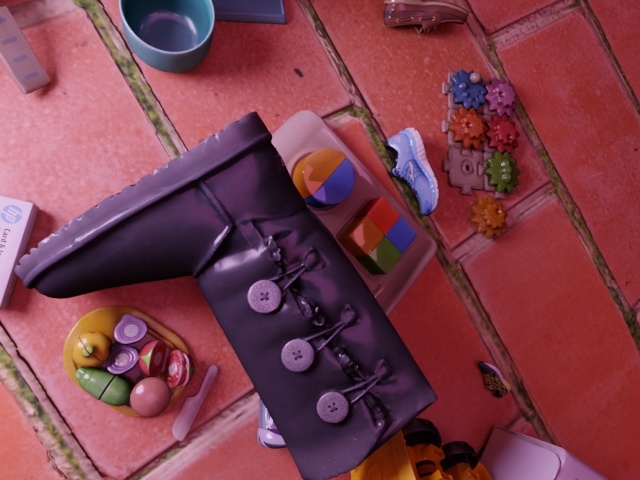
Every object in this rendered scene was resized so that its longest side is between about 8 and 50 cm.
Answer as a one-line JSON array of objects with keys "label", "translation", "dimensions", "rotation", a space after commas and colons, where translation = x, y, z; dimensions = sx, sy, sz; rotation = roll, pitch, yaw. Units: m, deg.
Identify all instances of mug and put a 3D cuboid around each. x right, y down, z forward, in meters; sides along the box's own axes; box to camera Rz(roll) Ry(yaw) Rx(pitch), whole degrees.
[{"label": "mug", "translation": [-0.232, -0.333, 0.679], "dimensions": [0.130, 0.097, 0.157], "rotation": [-21, 93, -18]}]

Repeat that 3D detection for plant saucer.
[{"label": "plant saucer", "translation": [-0.150, -0.403, 0.764], "dimensions": [0.192, 0.018, 0.067], "rotation": [-7, 86, -21]}]

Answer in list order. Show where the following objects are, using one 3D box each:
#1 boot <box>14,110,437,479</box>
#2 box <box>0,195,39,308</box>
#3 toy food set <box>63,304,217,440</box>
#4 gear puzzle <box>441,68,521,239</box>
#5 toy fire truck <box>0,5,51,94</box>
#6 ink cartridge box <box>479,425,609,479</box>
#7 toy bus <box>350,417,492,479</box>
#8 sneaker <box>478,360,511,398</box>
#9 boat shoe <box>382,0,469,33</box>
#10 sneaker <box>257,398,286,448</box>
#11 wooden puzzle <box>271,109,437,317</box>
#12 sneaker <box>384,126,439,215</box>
[{"label": "boot", "translation": [-0.112, 0.120, 0.597], "dimensions": [0.367, 0.146, 0.445], "rotation": [-31, 101, 6]}, {"label": "box", "translation": [-0.486, 0.000, 0.581], "dimensions": [0.186, 0.038, 0.145], "rotation": [15, 78, -18]}, {"label": "toy food set", "translation": [-0.246, 0.179, 0.625], "dimensions": [0.218, 0.071, 0.128], "rotation": [36, 73, -12]}, {"label": "gear puzzle", "translation": [0.323, -0.171, 0.888], "dimensions": [0.176, 0.044, 0.338], "rotation": [4, 82, -19]}, {"label": "toy fire truck", "translation": [-0.501, -0.286, 0.570], "dimensions": [0.246, 0.158, 0.217], "rotation": [40, 71, 0]}, {"label": "ink cartridge box", "translation": [0.425, 0.549, 0.765], "dimensions": [0.395, 0.166, 0.285], "rotation": [37, 72, -13]}, {"label": "toy bus", "translation": [0.146, 0.410, 0.698], "dimensions": [0.220, 0.149, 0.211], "rotation": [34, 110, -22]}, {"label": "sneaker", "translation": [0.317, 0.257, 0.837], "dimensions": [0.083, 0.031, 0.035], "rotation": [47, 71, -9]}, {"label": "boat shoe", "translation": [0.200, -0.430, 0.875], "dimensions": [0.178, 0.064, 0.060], "rotation": [-1, 114, -18]}, {"label": "sneaker", "translation": [0.012, 0.254, 0.706], "dimensions": [0.224, 0.083, 0.098], "rotation": [1, 70, -24]}, {"label": "wooden puzzle", "translation": [0.000, 0.000, 0.731], "dimensions": [0.348, 0.080, 0.322], "rotation": [44, 72, -9]}, {"label": "sneaker", "translation": [0.161, -0.118, 0.826], "dimensions": [0.073, 0.063, 0.162], "rotation": [-19, 85, -3]}]
